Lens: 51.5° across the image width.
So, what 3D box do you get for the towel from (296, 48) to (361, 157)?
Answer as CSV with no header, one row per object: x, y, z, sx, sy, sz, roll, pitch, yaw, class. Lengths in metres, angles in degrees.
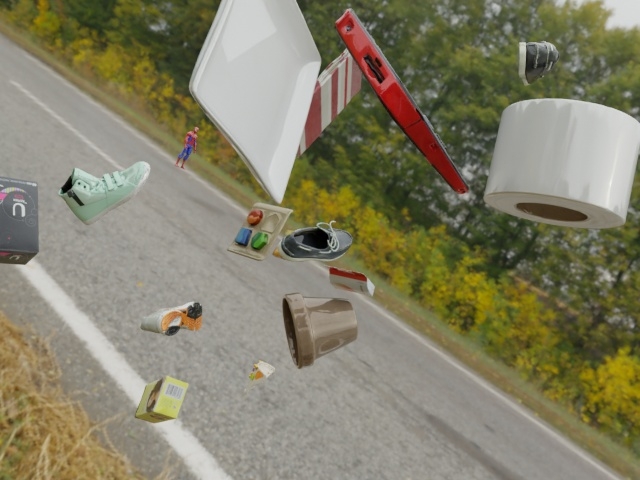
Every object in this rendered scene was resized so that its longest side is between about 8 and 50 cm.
0.018,-0.423,1.973,0.037,0.329,0.237,33,-21,16,towel

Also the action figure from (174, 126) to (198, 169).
-0.348,-0.245,1.751,0.030,0.115,0.038,25,5,42,action figure

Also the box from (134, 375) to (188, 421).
-0.378,0.378,1.563,0.058,0.087,0.232,24,-27,-17,box

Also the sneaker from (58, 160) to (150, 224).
-0.618,-0.169,1.893,0.094,0.256,0.151,46,-6,46,sneaker

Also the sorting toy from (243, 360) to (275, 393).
-0.153,0.329,1.566,0.044,0.075,0.083,36,6,7,sorting toy

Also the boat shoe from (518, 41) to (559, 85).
0.457,-0.370,1.383,0.079,0.084,0.233,-3,8,19,boat shoe

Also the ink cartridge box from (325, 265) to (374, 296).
0.098,0.139,2.268,0.145,0.045,0.179,11,-12,21,ink cartridge box

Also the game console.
0.180,-0.308,1.451,0.342,0.060,0.387,37,23,-45,game console

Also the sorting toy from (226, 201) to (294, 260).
-0.196,-0.032,2.390,0.307,0.229,0.041,15,-23,46,sorting toy

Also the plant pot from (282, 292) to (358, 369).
0.004,0.298,2.311,0.229,0.263,0.263,-9,17,-11,plant pot

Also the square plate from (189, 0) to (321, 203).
-0.106,-0.293,1.162,0.049,0.344,0.347,4,-24,22,square plate

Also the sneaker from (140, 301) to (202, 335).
-0.484,0.251,2.167,0.120,0.099,0.262,1,-1,21,sneaker

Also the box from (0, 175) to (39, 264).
-1.077,-0.067,2.285,0.165,0.271,0.143,6,-23,-41,box

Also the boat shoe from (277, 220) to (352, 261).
0.000,0.000,1.799,0.254,0.079,0.095,-1,60,-40,boat shoe

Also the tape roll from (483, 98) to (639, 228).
0.431,-0.130,1.188,0.246,0.169,0.246,13,-6,2,tape roll
